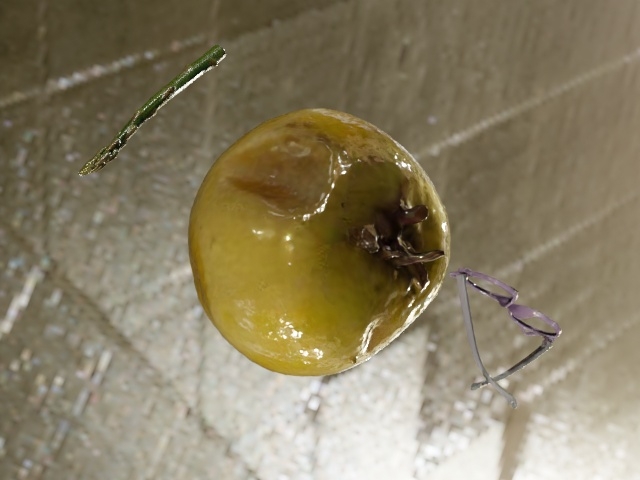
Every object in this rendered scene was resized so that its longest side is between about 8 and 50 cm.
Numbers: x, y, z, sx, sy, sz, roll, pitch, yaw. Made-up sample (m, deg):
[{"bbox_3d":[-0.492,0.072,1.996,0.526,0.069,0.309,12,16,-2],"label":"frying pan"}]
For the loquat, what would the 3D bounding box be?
[{"bbox_3d":[-0.004,0.001,1.423,0.213,0.213,0.213,-34,133,-46],"label":"loquat"}]

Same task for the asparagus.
[{"bbox_3d":[-0.126,-0.099,1.392,0.163,0.016,0.016,-47,153,-31],"label":"asparagus"}]

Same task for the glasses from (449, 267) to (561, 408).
[{"bbox_3d":[0.159,0.101,1.710,0.140,0.062,0.103,35,72,-35],"label":"glasses"}]
